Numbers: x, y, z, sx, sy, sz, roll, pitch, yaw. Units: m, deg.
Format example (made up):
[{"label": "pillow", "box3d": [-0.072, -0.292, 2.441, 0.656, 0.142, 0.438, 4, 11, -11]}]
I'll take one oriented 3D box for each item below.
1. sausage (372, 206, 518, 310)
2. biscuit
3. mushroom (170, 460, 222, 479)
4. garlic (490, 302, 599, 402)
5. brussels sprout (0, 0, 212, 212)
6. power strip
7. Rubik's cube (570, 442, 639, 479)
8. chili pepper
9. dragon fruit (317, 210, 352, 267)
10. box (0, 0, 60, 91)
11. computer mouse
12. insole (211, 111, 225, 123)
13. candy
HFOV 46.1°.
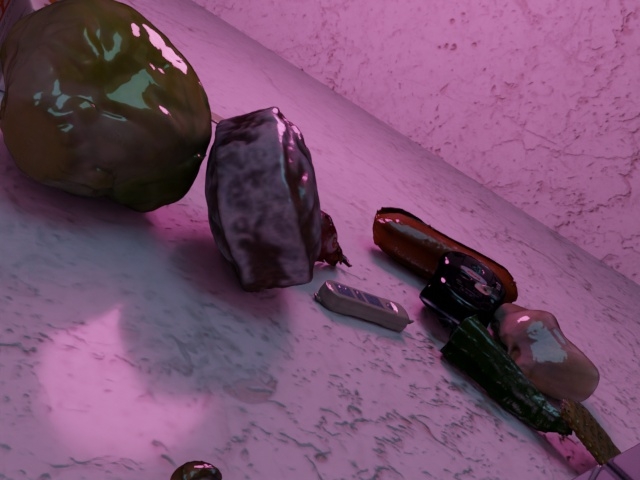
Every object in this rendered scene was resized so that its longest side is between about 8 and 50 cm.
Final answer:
[{"label": "sausage", "box3d": [0.240, 0.041, 1.473, 0.330, 0.102, 0.102, 29, 18, -8]}, {"label": "biscuit", "box3d": [0.418, 0.309, 1.105, 0.203, 0.016, 0.144, 52, 20, 4]}, {"label": "mushroom", "box3d": [-0.086, 0.255, 0.484, 0.068, 0.043, 0.306, 10, 23, -8]}, {"label": "garlic", "box3d": [0.396, 0.190, 1.326, 0.217, 0.110, 0.228, 41, 20, 16]}, {"label": "brussels sprout", "box3d": [-0.287, -0.174, 0.976, 0.316, 0.242, 0.274, -1, 62, -60]}, {"label": "power strip", "box3d": [0.072, 0.102, 1.146, 0.191, 0.030, 0.048, 20, 22, -32]}, {"label": "Rubik's cube", "box3d": [0.380, 0.314, 0.777, 0.228, 0.229, 0.233, -9, 47, 1]}, {"label": "chili pepper", "box3d": [0.289, 0.212, 1.135, 0.227, 0.088, 0.059, 41, 34, 19]}, {"label": "dragon fruit", "box3d": [0.000, 0.000, 1.200, 0.190, 0.094, 0.094, 28, 16, -44]}, {"label": "box", "box3d": [-0.436, -0.342, 1.302, 0.224, 0.144, 0.341, 19, 20, -35]}, {"label": "computer mouse", "box3d": [0.246, 0.101, 1.330, 0.137, 0.096, 0.233, 32, 25, 13]}, {"label": "insole", "box3d": [-0.164, -0.236, 1.676, 0.191, 0.010, 0.063, 27, 19, -17]}, {"label": "candy", "box3d": [-0.080, -0.057, 1.024, 0.157, 0.214, 0.290, -13, 36, 3]}]
